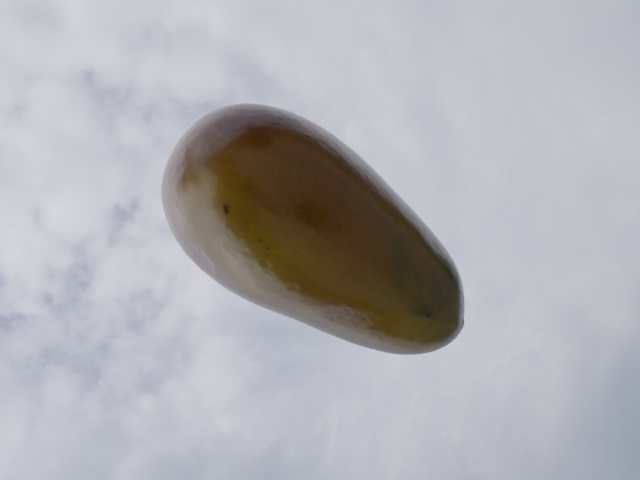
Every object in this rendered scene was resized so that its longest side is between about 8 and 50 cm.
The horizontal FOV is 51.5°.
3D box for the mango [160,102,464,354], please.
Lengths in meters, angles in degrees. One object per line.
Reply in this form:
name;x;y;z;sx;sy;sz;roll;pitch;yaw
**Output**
mango;-0.004;-0.004;0.518;0.254;0.175;0.139;35;-78;-25
